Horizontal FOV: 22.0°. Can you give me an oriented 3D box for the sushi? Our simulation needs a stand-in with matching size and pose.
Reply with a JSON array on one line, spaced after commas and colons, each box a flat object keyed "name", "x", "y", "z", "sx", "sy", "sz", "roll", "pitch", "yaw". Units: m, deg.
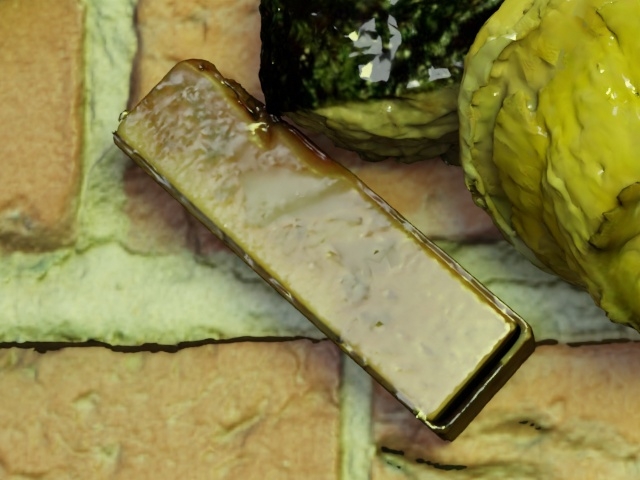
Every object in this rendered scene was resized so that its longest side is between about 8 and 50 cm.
[{"name": "sushi", "x": 0.130, "y": -0.149, "z": 1.060, "sx": 0.350, "sy": 0.211, "sz": 0.171, "roll": -9, "pitch": 84, "yaw": 15}]

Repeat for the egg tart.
[{"name": "egg tart", "x": 0.250, "y": -0.044, "z": 0.948, "sx": 0.345, "sy": 0.345, "sz": 0.132, "roll": -13, "pitch": 48, "yaw": 9}]

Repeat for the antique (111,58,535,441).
[{"name": "antique", "x": 0.000, "y": 0.000, "z": 1.117, "sx": 0.310, "sy": 0.087, "sz": 0.093, "roll": 41, "pitch": 88, "yaw": 15}]
